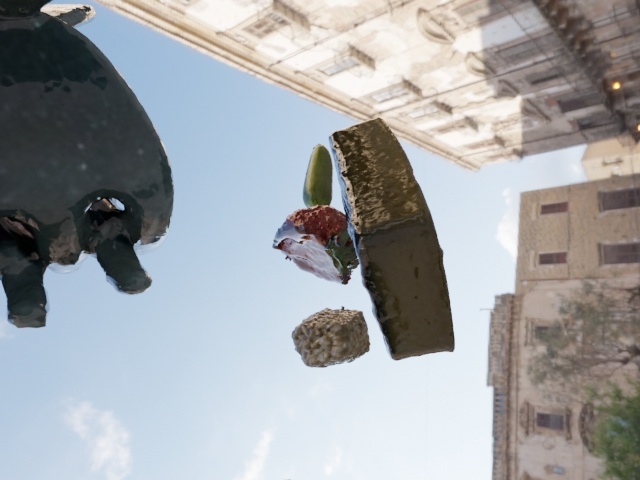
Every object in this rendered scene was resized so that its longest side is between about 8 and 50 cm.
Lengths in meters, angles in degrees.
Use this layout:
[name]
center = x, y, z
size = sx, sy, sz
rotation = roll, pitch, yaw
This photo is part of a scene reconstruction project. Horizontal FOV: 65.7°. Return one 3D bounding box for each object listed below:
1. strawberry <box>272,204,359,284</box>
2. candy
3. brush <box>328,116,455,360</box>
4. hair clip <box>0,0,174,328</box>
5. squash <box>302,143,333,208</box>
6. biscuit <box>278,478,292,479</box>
[strawberry]
center = 0.002, 0.001, 0.763
size = 0.140, 0.192, 0.085
rotation = 34, -111, 6
[candy]
center = 0.017, 0.140, 0.716
size = 0.110, 0.095, 0.085
rotation = 2, -106, -68
[brush]
center = 0.051, -0.009, 0.401
size = 0.197, 0.059, 0.123
rotation = -100, -7, -57
[hair clip]
center = -0.257, -0.063, 0.300
size = 0.318, 0.392, 0.239
rotation = -17, -75, -30
[squash]
center = -0.005, -0.140, 1.093
size = 0.066, 0.066, 0.201
rotation = 42, -143, -39
[biscuit]
center = -0.119, 0.664, 1.137
size = 0.147, 0.250, 0.046
rotation = -3, -67, -11
